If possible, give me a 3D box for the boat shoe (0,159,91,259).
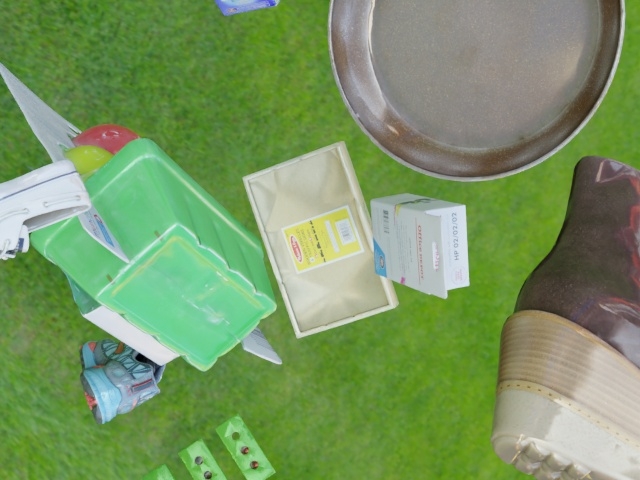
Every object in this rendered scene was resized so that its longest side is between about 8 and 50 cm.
[{"bbox_3d":[-0.166,-0.008,0.493,0.100,0.035,0.035,-29,87,-33],"label":"boat shoe"}]

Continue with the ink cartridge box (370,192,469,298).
[{"bbox_3d":[0.132,0.004,1.186,0.061,0.181,0.104,-10,103,-22],"label":"ink cartridge box"}]

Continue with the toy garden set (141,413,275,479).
[{"bbox_3d":[-0.173,0.421,1.451,0.244,0.204,0.049,-33,169,-6],"label":"toy garden set"}]

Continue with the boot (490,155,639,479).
[{"bbox_3d":[0.225,0.074,0.520,0.207,0.248,0.090,-61,178,-32],"label":"boot"}]

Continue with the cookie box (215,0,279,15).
[{"bbox_3d":[-0.105,-0.340,1.174,0.107,0.091,0.040,56,48,-37],"label":"cookie box"}]

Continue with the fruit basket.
[{"bbox_3d":[-0.212,-0.025,1.026,0.165,0.353,0.327,-47,139,-2],"label":"fruit basket"}]

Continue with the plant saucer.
[{"bbox_3d":[0.154,-0.217,0.964,0.050,0.310,0.311,-19,127,-62],"label":"plant saucer"}]

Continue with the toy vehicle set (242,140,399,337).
[{"bbox_3d":[0.000,0.000,1.447,0.035,0.166,0.267,-27,99,-74],"label":"toy vehicle set"}]

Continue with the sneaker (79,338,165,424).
[{"bbox_3d":[-0.299,0.209,1.459,0.125,0.262,0.104,-17,104,-11],"label":"sneaker"}]
